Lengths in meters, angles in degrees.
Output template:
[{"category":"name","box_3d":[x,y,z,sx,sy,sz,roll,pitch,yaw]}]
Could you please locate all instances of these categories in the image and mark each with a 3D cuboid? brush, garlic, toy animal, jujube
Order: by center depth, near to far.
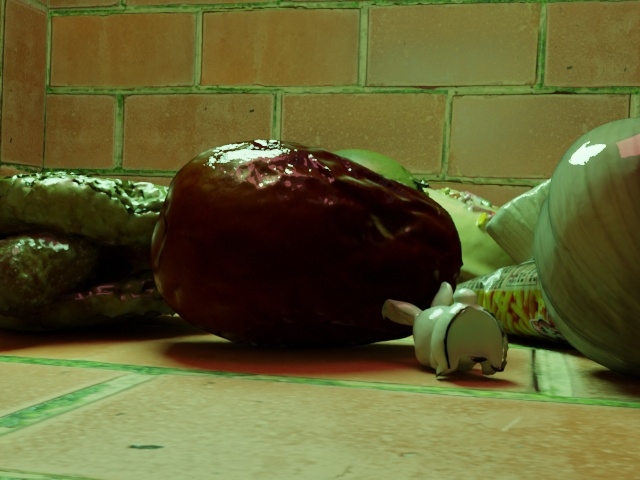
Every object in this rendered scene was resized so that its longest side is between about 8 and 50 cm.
[{"category":"garlic","box_3d":[0.337,-0.005,0.796,0.322,0.241,0.322,-28,-12,-7]},{"category":"toy animal","box_3d":[0.115,0.086,0.831,0.071,0.085,0.124,-16,0,-14]},{"category":"jujube","box_3d":[-0.015,0.010,0.943,0.317,0.223,0.223,9,-1,-15]},{"category":"brush","box_3d":[0.377,0.019,1.379,0.174,0.166,0.266,-35,-25,18]}]

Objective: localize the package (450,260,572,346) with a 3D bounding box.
[{"category":"package","box_3d":[0.297,0.071,1.096,0.223,0.109,0.288,5,-2,-28]}]

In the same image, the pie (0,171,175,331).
[{"category":"pie","box_3d":[-0.330,0.015,1.121,0.395,0.181,0.418,2,-2,-44]}]

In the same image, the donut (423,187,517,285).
[{"category":"donut","box_3d":[0.276,0.006,1.597,0.307,0.150,0.371,28,10,16]}]

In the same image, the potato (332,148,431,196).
[{"category":"potato","box_3d":[-0.001,-0.012,1.394,0.359,0.219,0.270,-5,42,28]}]
